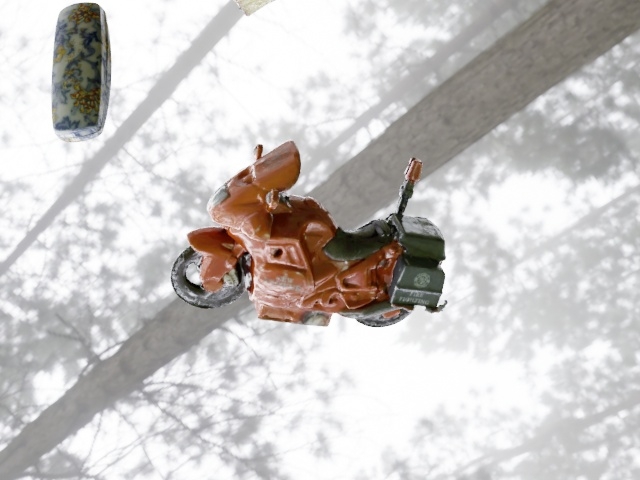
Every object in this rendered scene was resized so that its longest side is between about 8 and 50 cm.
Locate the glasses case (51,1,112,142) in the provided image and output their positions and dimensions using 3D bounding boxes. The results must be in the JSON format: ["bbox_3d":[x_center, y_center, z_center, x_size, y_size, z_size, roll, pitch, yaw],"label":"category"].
[{"bbox_3d":[-0.377,-0.269,1.398,0.065,0.086,0.248,78,-175,-64],"label":"glasses case"}]

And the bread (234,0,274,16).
[{"bbox_3d":[-0.113,-0.444,1.612,0.080,0.084,0.109,58,-173,-32],"label":"bread"}]

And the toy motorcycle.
[{"bbox_3d":[0.000,0.000,1.026,0.325,0.221,0.148,8,-151,-18],"label":"toy motorcycle"}]
